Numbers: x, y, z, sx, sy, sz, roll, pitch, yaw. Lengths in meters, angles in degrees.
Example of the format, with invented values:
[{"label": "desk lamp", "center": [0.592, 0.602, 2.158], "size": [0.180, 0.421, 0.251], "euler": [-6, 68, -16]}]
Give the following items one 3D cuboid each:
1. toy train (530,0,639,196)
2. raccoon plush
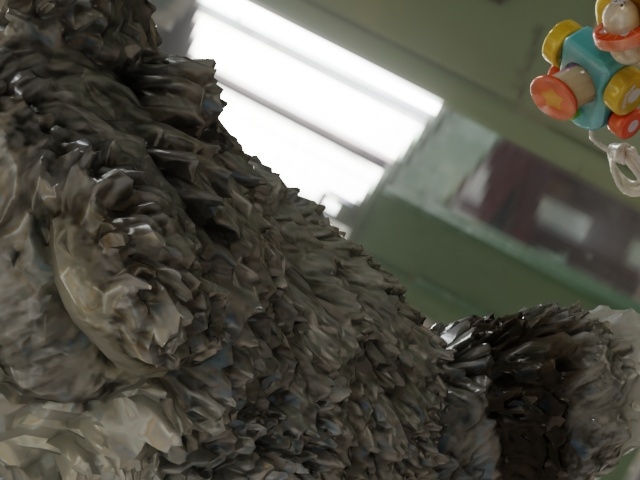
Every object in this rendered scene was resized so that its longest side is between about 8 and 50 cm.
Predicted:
[{"label": "toy train", "center": [0.163, -0.067, 0.867], "size": [0.046, 0.125, 0.166], "euler": [-30, 3, -24]}, {"label": "raccoon plush", "center": [0.000, 0.000, 0.658], "size": [0.446, 0.216, 0.299], "euler": [-20, -24, -35]}]
